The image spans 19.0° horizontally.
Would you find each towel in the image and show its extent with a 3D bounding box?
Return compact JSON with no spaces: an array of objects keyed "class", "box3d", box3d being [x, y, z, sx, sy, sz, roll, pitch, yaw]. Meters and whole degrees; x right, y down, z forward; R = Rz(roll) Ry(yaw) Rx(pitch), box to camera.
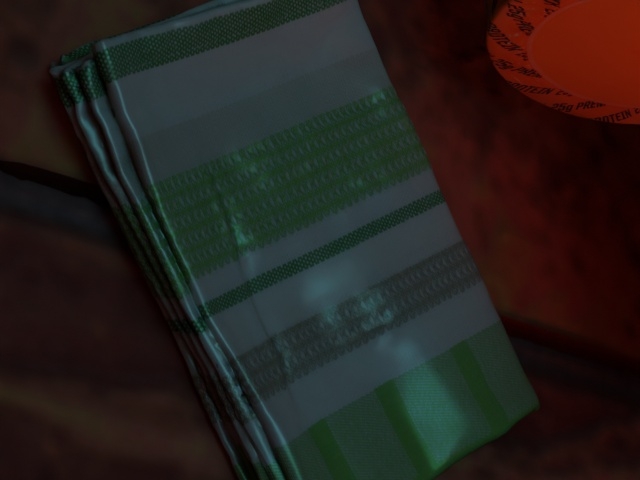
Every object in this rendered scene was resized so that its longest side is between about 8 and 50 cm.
[{"class":"towel","box3d":[0.000,0.000,0.538,0.113,0.023,0.152,-27,92,-40]}]

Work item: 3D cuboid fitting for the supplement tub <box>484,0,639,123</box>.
[{"class":"supplement tub","box3d":[0.105,-0.141,0.610,0.117,0.117,0.190,24,61,-30]}]
